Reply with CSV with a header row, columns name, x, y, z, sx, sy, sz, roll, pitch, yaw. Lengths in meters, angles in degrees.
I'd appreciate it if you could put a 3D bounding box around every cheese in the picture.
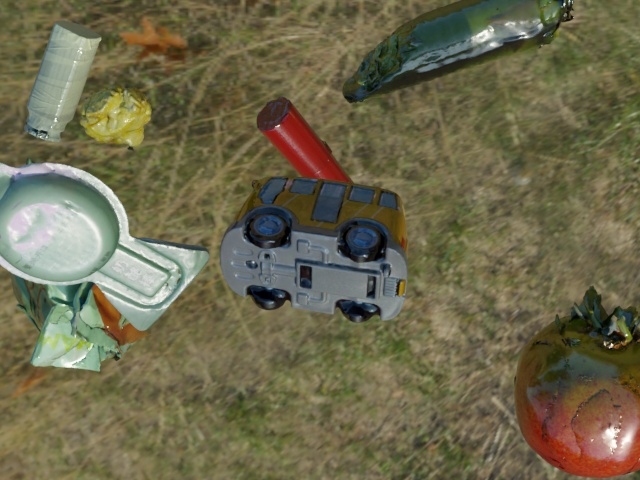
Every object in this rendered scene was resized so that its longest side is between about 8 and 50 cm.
name,x,y,z,sx,sy,sz,roll,pitch,yaw
cheese,-0.117,0.001,0.546,0.120,0.026,0.067,33,109,-31

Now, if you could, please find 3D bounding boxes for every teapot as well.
name,x,y,z,sx,sy,sz,roll,pitch,yaw
teapot,-0.444,-0.274,1.919,0.077,0.107,0.200,26,107,6

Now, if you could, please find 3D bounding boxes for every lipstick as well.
name,x,y,z,sx,sy,sz,roll,pitch,yaw
lipstick,-0.012,-0.136,1.912,0.073,0.280,0.073,-17,51,22

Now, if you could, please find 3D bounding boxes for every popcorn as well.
name,x,y,z,sx,sy,sz,roll,pitch,yaw
popcorn,-0.235,-0.153,1.288,0.084,0.084,0.084,6,104,27

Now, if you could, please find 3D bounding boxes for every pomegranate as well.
name,x,y,z,sx,sy,sz,roll,pitch,yaw
pomegranate,0.342,0.181,1.381,0.210,0.210,0.235,15,114,24

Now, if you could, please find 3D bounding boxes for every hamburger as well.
name,x,y,z,sx,sy,sz,roll,pitch,yaw
hamburger,-0.330,0.050,1.405,0.150,0.276,0.261,-30,82,-8

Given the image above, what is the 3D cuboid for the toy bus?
name,x,y,z,sx,sy,sz,roll,pitch,yaw
toy bus,0.000,0.000,1.253,0.209,0.136,0.126,8,137,7

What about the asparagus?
name,x,y,z,sx,sy,sz,roll,pitch,yaw
asparagus,0.204,-0.313,1.722,0.381,0.128,0.108,-18,77,7
